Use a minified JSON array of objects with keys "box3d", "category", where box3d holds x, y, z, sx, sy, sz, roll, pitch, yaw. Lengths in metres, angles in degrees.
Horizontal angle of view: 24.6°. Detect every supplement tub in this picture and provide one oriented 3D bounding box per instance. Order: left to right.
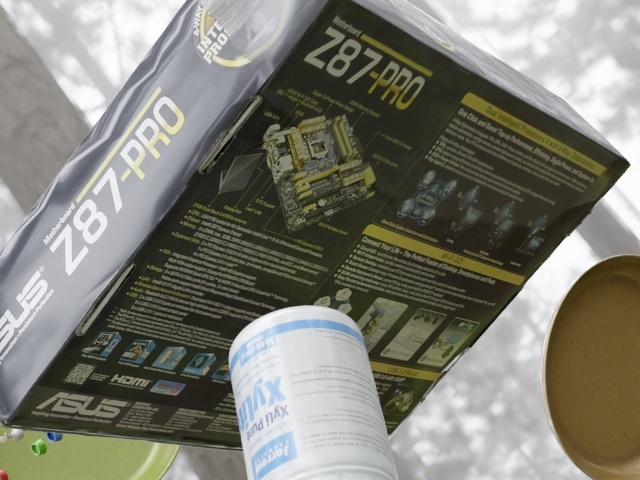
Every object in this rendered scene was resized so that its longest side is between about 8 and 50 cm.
[{"box3d":[-0.004,0.091,0.702,0.071,0.107,0.071,-8,-41,-7],"category":"supplement tub"}]

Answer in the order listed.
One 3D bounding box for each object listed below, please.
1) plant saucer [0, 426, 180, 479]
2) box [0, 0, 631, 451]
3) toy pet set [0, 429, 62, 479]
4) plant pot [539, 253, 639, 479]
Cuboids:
[{"box3d":[-0.256,0.169,1.483,0.241,0.241,0.037,-28,-13,-23],"category":"plant saucer"},{"box3d":[0.000,0.000,0.963,0.318,0.097,0.395,-50,-33,16],"category":"box"},{"box3d":[-0.316,0.169,1.344,0.065,0.114,0.122,-25,-12,-49],"category":"toy pet set"},{"box3d":[0.304,0.132,1.491,0.236,0.236,0.032,-22,10,-34],"category":"plant pot"}]
